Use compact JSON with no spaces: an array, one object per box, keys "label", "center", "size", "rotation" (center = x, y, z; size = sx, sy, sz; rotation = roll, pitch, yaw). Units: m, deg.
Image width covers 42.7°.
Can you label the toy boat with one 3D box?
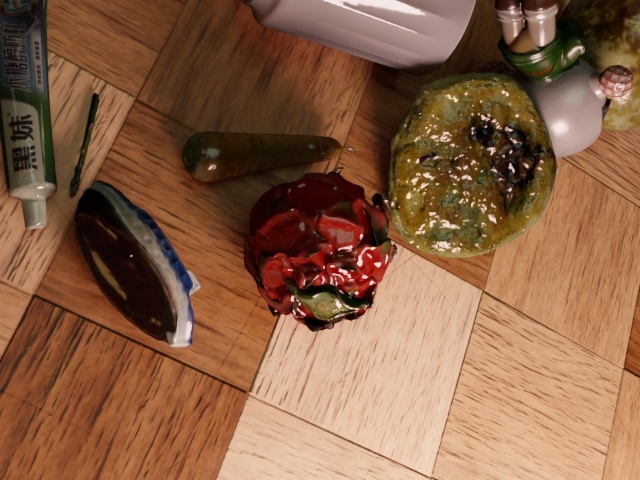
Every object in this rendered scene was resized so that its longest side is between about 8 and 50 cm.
[{"label":"toy boat","center":[-0.245,0.029,1.129],"size":[0.262,0.114,0.115],"rotation":[54,23,-3]}]

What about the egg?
[{"label":"egg","center":[0.566,-0.353,1.546],"size":[0.238,0.238,0.290],"rotation":[-9,91,-28]}]

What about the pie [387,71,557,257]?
[{"label":"pie","center":[0.258,-0.122,1.362],"size":[0.323,0.070,0.323],"rotation":[-2,101,-11]}]

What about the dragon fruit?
[{"label":"dragon fruit","center":[0.000,0.000,1.211],"size":[0.233,0.234,0.293],"rotation":[35,28,-14]}]

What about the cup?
[{"label":"cup","center":[0.051,-0.452,1.341],"size":[0.326,0.237,0.323],"rotation":[13,42,-22]}]

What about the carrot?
[{"label":"carrot","center":[-0.071,-0.136,1.275],"size":[0.298,0.078,0.078],"rotation":[-7,80,-31]}]

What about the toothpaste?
[{"label":"toothpaste","center":[-0.409,-0.204,1.128],"size":[0.098,0.061,0.392],"rotation":[-7,78,-14]}]

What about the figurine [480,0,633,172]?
[{"label":"figurine","center":[0.390,-0.285,1.422],"size":[0.167,0.281,0.370],"rotation":[-52,136,-28]}]

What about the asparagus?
[{"label":"asparagus","center":[-0.337,-0.138,1.173],"size":[0.013,0.016,0.166],"rotation":[21,66,-35]}]
